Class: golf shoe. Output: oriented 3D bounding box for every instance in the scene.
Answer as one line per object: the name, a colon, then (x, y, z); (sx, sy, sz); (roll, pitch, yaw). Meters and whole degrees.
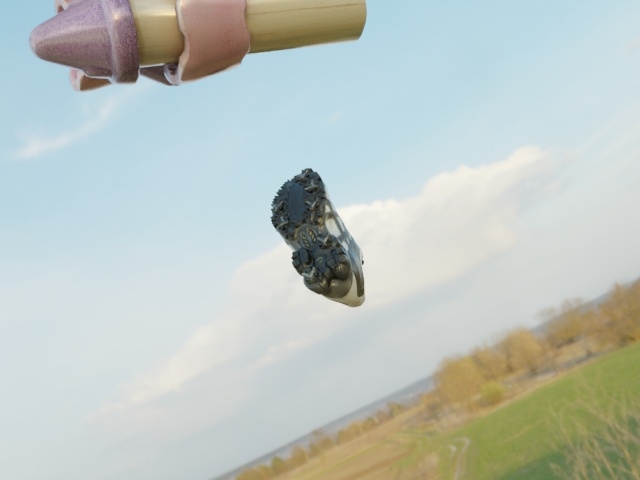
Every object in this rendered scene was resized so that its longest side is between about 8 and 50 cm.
golf shoe: (0.000, 0.000, 0.846); (0.077, 0.198, 0.094); (-31, -45, 15)

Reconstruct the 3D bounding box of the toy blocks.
toy blocks: (-0.161, -0.237, 0.476); (0.260, 0.288, 0.309); (-14, 17, -23)
